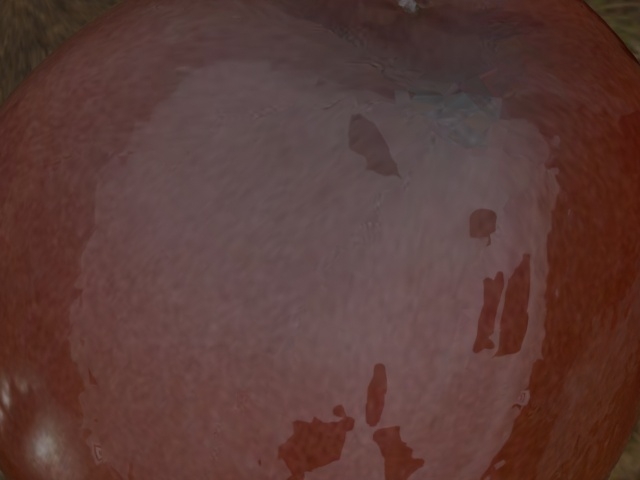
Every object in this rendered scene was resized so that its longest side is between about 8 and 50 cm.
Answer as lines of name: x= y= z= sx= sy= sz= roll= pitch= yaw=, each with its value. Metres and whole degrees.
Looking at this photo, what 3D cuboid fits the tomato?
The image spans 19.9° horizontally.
tomato: x=0.000 y=0.000 z=0.835 sx=0.341 sy=0.341 sz=0.273 roll=1 pitch=138 yaw=-10
